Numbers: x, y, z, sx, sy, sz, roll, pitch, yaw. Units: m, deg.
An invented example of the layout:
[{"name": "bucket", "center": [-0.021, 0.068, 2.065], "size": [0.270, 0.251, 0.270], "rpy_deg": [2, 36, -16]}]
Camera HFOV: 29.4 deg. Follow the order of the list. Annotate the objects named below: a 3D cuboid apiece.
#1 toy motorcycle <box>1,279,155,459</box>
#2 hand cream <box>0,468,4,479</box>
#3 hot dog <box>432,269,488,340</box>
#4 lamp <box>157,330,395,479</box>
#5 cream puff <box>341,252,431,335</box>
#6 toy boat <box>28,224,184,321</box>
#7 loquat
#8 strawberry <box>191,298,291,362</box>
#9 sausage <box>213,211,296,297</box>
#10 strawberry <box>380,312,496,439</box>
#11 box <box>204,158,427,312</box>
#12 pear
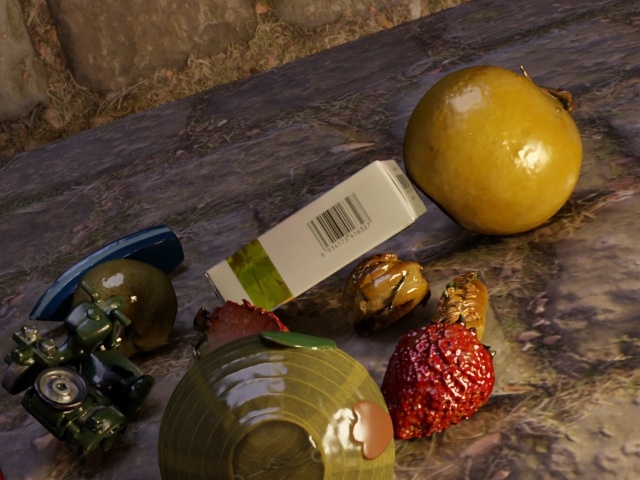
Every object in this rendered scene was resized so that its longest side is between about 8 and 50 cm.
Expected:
[{"name": "toy motorcycle", "center": [-0.318, 0.181, 1.688], "size": [0.205, 0.127, 0.275], "rpy_deg": [38, 29, 15]}, {"name": "hand cream", "center": [-0.532, 0.307, 1.627], "size": [0.193, 0.125, 0.193], "rpy_deg": [-19, 18, 6]}, {"name": "hot dog", "center": [0.185, 0.095, 1.634], "size": [0.072, 0.055, 0.188], "rpy_deg": [-11, 20, 16]}, {"name": "lamp", "center": [-0.048, 0.218, 1.286], "size": [0.250, 0.250, 0.284], "rpy_deg": [-21, 1, -5]}, {"name": "cream puff", "center": [0.087, 0.070, 1.713], "size": [0.133, 0.104, 0.119], "rpy_deg": [-27, 5, 42]}, {"name": "toy boat", "center": [-0.376, 0.071, 2.155], "size": [0.299, 0.096, 0.061], "rpy_deg": [-30, 31, -23]}, {"name": "loquat", "center": [0.273, -0.141, 1.875], "size": [0.275, 0.275, 0.275], "rpy_deg": [-17, 20, 6]}, {"name": "strawberry", "center": [-0.064, 0.173, 1.565], "size": [0.106, 0.175, 0.236], "rpy_deg": [4, 34, -49]}, {"name": "sausage", "center": [-0.090, 0.031, 2.029], "size": [0.078, 0.078, 0.304], "rpy_deg": [-5, 23, 33]}, {"name": "strawberry", "center": [0.125, 0.161, 1.422], "size": [0.148, 0.131, 0.131], "rpy_deg": [-19, 18, -23]}, {"name": "box", "center": [0.000, 0.000, 1.785], "size": [0.299, 0.106, 0.200], "rpy_deg": [-32, -1, 11]}, {"name": "pear", "center": [-0.304, 0.108, 1.902], "size": [0.167, 0.167, 0.136], "rpy_deg": [-20, 32, -4]}]
